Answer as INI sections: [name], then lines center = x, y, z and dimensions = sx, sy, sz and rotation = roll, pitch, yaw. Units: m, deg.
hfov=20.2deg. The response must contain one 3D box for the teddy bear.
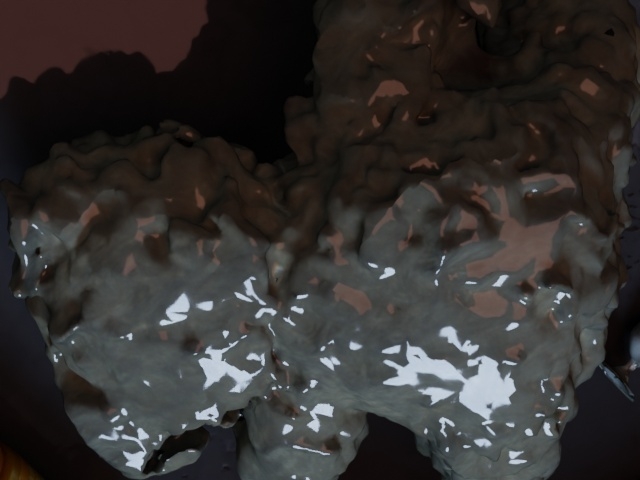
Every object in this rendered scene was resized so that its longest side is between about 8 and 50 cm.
[teddy bear]
center = 0.000, 0.000, 1.050
dimensions = 0.367, 0.224, 0.357
rotation = 7, 109, -6

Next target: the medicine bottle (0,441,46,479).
[medicine bottle]
center = -0.185, 0.194, 1.087
dimensions = 0.096, 0.096, 0.192
rotation = -42, 117, -1

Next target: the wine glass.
[wine glass]
center = 0.230, 0.069, 1.220
dimensions = 0.083, 0.039, 0.042
rotation = -43, 115, -5
